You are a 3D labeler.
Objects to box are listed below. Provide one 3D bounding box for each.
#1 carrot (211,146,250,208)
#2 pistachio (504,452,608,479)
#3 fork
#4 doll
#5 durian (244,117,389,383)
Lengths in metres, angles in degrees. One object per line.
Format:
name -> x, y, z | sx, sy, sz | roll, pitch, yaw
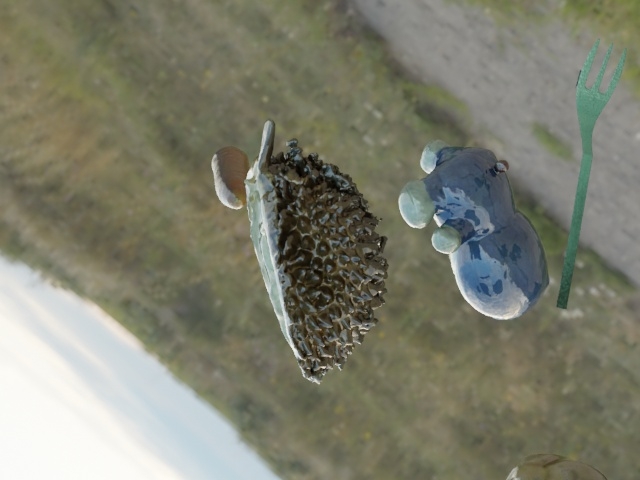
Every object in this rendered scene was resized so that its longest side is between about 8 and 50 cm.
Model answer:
carrot -> -0.102, -0.065, 1.617 | 0.048, 0.048, 0.139 | 42, -167, -19
pistachio -> 0.267, 0.348, 1.666 | 0.153, 0.238, 0.137 | 5, -145, -9
fork -> 0.223, -0.057, 1.209 | 0.039, 0.235, 0.021 | 14, 174, -16
doll -> 0.229, -0.011, 1.999 | 0.258, 0.154, 0.228 | 67, -155, -21
durian -> 0.000, 0.000, 0.957 | 0.148, 0.091, 0.188 | -109, 1, -68
